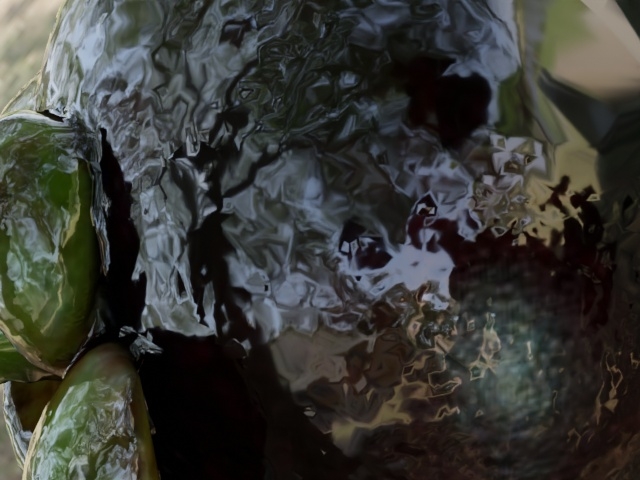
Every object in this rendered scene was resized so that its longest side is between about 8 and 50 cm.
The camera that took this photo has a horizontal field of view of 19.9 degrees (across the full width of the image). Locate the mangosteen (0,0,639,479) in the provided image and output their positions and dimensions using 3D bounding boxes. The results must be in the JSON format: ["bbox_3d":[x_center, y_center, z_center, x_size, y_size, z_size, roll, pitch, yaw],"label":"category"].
[{"bbox_3d":[0.011,-0.004,0.708,0.330,0.330,0.330,-37,31,27],"label":"mangosteen"}]
